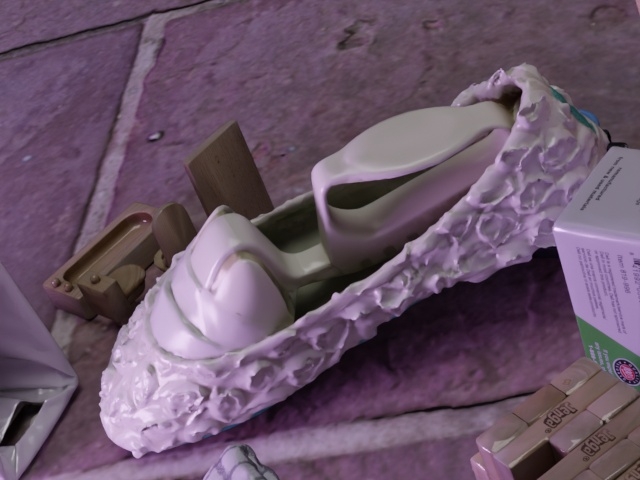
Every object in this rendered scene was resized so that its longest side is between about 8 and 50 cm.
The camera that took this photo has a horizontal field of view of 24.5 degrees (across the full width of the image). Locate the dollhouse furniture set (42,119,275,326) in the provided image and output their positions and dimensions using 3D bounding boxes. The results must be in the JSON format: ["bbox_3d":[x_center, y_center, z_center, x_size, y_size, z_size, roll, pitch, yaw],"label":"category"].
[{"bbox_3d":[-0.143,-0.018,1.177,0.151,0.123,0.144,17,51,41],"label":"dollhouse furniture set"}]

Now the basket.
[{"bbox_3d":[-0.275,0.087,1.079,0.103,0.167,0.113,-3,40,31],"label":"basket"}]

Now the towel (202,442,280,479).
[{"bbox_3d":[-0.026,0.271,0.710,0.235,0.121,0.284,-52,35,2],"label":"towel"}]

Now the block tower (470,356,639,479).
[{"bbox_3d":[0.213,0.182,0.770,0.097,0.091,0.335,-35,38,-16],"label":"block tower"}]

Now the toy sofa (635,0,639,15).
[{"bbox_3d":[0.281,-0.154,0.935,0.177,0.362,0.150,13,48,47],"label":"toy sofa"}]

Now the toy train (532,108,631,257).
[{"bbox_3d":[0.140,-0.042,1.104,0.184,0.080,0.105,1,48,28],"label":"toy train"}]

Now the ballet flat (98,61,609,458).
[{"bbox_3d":[0.000,0.000,1.011,0.409,0.147,0.147,-30,36,7],"label":"ballet flat"}]

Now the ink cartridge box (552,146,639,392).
[{"bbox_3d":[0.261,0.037,0.877,0.208,0.153,0.087,12,47,36],"label":"ink cartridge box"}]
